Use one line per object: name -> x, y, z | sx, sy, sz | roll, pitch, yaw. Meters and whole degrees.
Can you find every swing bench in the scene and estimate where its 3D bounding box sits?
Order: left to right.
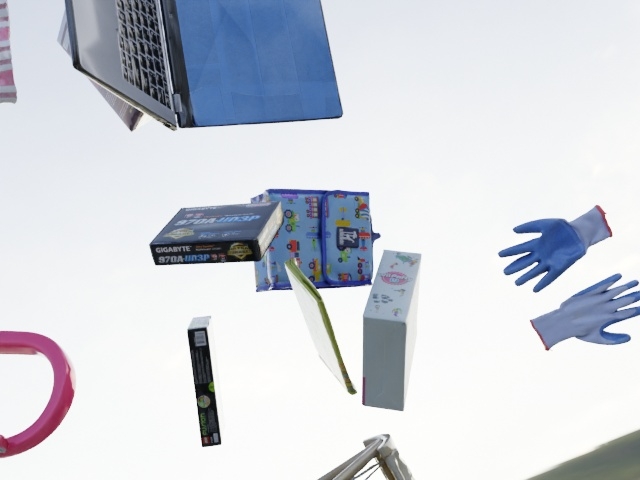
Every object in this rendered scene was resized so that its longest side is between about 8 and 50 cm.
swing bench -> 0.097, 0.498, 1.475 | 0.254, 0.253, 0.165 | -28, -4, -34

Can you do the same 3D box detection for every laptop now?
laptop -> -0.169, -0.382, 1.261 | 0.236, 0.382, 0.408 | -15, -15, 16

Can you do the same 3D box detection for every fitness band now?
fitness band -> -0.529, 0.243, 1.378 | 0.290, 0.209, 0.054 | 0, -37, 16

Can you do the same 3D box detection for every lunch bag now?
lunch bag -> 0.000, 0.000, 1.978 | 0.293, 0.221, 0.138 | -1, -6, -23

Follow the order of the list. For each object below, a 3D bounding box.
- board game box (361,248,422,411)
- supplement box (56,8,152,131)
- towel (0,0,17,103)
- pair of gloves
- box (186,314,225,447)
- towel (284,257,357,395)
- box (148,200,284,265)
board game box -> 0.157, 0.187, 1.878 | 0.097, 0.303, 0.224 | 6, -63, 11
supplement box -> -0.404, -0.344, 1.681 | 0.073, 0.239, 0.130 | -38, 0, -31
towel -> -0.408, -0.241, 0.929 | 0.144, 0.197, 0.029 | -4, -12, -24
pair of gloves -> 0.335, 0.054, 1.140 | 0.159, 0.198, 0.023 | -25, -13, 3
box -> -0.199, 0.243, 1.510 | 0.036, 0.207, 0.114 | -7, 5, -3
towel -> 0.005, 0.131, 1.276 | 0.021, 0.102, 0.237 | -32, -43, -14
box -> -0.198, -0.014, 1.679 | 0.220, 0.175, 0.051 | -3, -64, 16
